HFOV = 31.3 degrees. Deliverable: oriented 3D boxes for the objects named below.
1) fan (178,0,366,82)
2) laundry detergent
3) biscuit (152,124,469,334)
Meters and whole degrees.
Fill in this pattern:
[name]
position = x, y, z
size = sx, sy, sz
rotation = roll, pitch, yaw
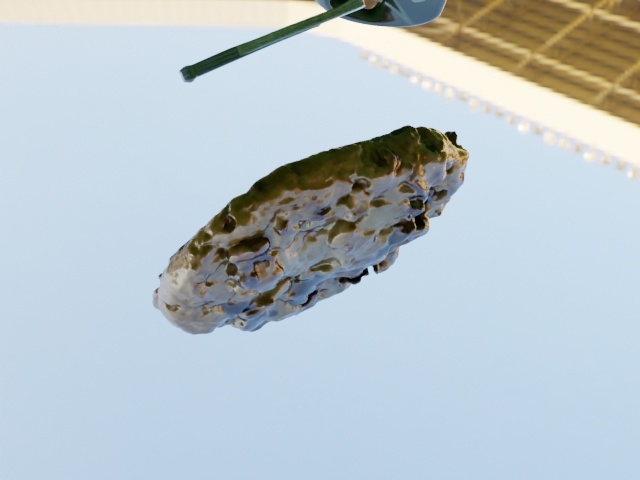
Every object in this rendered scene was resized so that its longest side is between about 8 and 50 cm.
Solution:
[fan]
position = -0.045, -0.193, 1.097
size = 0.193, 0.016, 0.038
rotation = -24, -175, -8
[laundry detergent]
position = 0.043, -0.317, 1.293
size = 0.222, 0.144, 0.078
rotation = -1, -156, -26
[biscuit]
position = -0.002, 0.002, 1.084
size = 0.334, 0.289, 0.081
rotation = -22, -108, -32
